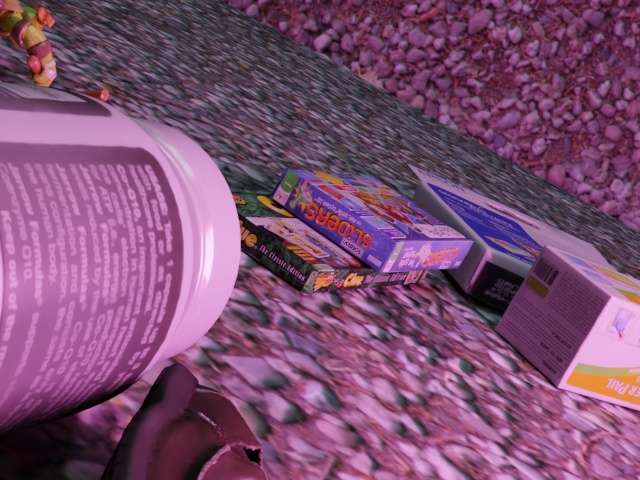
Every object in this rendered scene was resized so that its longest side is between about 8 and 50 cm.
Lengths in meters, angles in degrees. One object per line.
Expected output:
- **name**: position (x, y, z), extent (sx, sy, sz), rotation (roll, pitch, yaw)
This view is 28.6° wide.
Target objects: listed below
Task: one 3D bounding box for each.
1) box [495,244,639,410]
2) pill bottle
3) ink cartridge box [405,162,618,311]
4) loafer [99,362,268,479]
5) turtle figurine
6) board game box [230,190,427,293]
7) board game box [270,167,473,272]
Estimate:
- **box**: position (0.299, 0.097, 1.261), extent (0.203, 0.103, 0.114), rotation (18, 17, -36)
- **pill bottle**: position (-0.157, 0.009, 0.558), extent (0.161, 0.161, 0.283), rotation (33, 14, 18)
- **ink cartridge box**: position (0.256, 0.034, 1.496), extent (0.303, 0.072, 0.307), rotation (22, 13, -20)
- **loafer**: position (-0.056, 0.113, 0.546), extent (0.078, 0.080, 0.220), rotation (27, 13, -3)
- **turtle figurine**: position (-0.332, -0.220, 1.200), extent (0.269, 0.087, 0.217), rotation (37, 16, 31)
- **board game box**: position (0.000, 0.000, 1.186), extent (0.136, 0.030, 0.259), rotation (32, 14, 22)
- **board game box**: position (0.056, -0.020, 1.233), extent (0.136, 0.035, 0.201), rotation (35, 15, 23)
